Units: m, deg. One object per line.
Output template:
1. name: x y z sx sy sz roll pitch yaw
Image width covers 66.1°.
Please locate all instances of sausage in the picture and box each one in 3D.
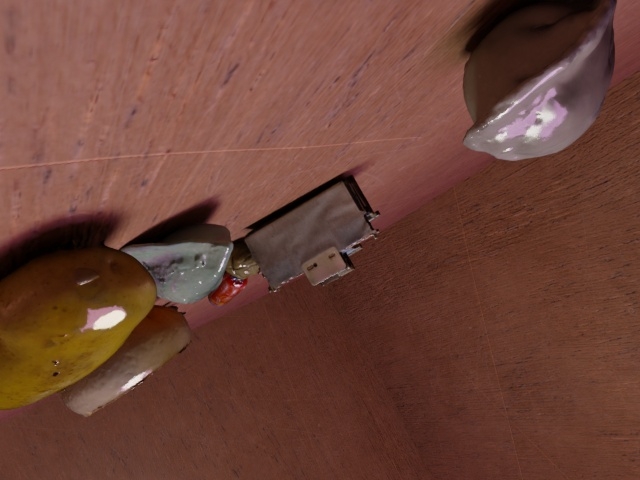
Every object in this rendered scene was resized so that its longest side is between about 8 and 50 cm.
1. sausage: -0.268 0.134 1.438 0.074 0.074 0.274 -24 172 -30

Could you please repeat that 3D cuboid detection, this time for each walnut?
1. walnut: -0.168 0.043 1.057 0.092 0.092 0.092 -27 174 -3

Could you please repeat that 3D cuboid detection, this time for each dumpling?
1. dumpling: 0.268 -0.221 0.572 0.175 0.243 0.227 11 148 -3
2. dumpling: -0.208 0.041 0.728 0.149 0.104 0.217 -23 173 -41

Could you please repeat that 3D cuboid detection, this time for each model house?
1. model house: 0.000 0.000 1.035 0.271 0.178 0.206 -32 175 7

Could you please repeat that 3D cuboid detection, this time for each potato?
1. potato: -0.324 0.105 0.589 0.300 0.140 0.173 -36 164 23

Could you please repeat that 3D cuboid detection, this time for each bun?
1. bun: -0.444 0.241 1.097 0.299 0.164 0.299 -33 -179 1

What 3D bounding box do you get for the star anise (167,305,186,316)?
1. star anise: -0.499 0.295 1.415 0.282 0.129 0.212 -63 179 10
